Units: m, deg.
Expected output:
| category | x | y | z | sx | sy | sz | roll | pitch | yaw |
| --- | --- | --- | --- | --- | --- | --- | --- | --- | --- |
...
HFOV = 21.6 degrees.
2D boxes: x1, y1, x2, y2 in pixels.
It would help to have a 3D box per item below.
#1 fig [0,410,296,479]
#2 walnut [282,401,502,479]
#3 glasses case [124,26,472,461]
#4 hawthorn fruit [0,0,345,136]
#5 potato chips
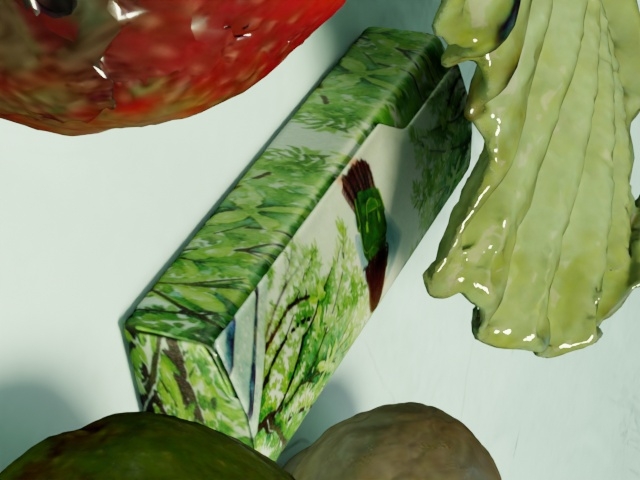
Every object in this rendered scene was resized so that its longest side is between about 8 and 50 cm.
| category | x | y | z | sx | sy | sz | roll | pitch | yaw |
| --- | --- | --- | --- | --- | --- | --- | --- | --- | --- |
| fig | -0.035 | 0.173 | 0.622 | 0.195 | 0.244 | 0.195 | 17 | 90 | -82 |
| walnut | 0.036 | 0.160 | 0.903 | 0.162 | 0.140 | 0.140 | -20 | 118 | -53 |
| glasses case | 0.000 | 0.000 | 0.842 | 0.272 | 0.062 | 0.095 | -55 | 146 | -45 |
| hawthorn fruit | -0.057 | -0.137 | 0.540 | 0.235 | 0.181 | 0.181 | -62 | 152 | -55 |
| potato chips | 0.119 | -0.152 | 0.898 | 0.389 | 0.097 | 0.373 | -75 | 159 | -45 |
